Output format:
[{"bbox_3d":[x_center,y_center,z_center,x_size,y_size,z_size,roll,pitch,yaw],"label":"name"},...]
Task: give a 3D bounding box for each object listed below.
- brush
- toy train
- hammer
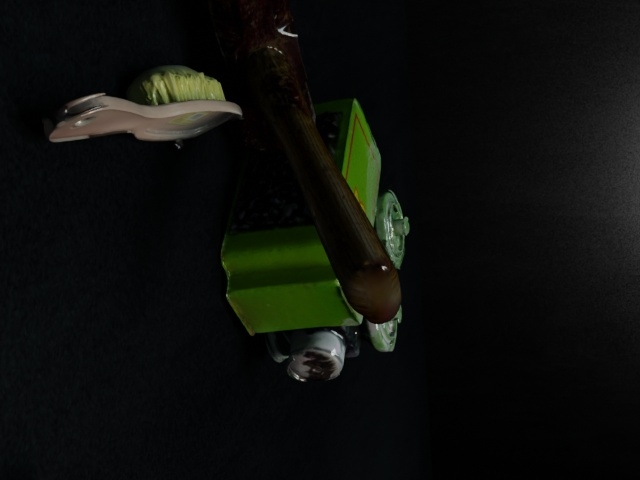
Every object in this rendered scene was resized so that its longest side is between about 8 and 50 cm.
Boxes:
[{"bbox_3d":[-0.148,-0.116,0.779,0.067,0.072,0.313,62,16,0],"label":"brush"},{"bbox_3d":[0.000,0.000,1.129,0.249,0.173,0.307,64,28,-46],"label":"toy train"},{"bbox_3d":[-0.023,-0.094,0.895,0.242,0.095,0.409,77,-8,-51],"label":"hammer"}]
